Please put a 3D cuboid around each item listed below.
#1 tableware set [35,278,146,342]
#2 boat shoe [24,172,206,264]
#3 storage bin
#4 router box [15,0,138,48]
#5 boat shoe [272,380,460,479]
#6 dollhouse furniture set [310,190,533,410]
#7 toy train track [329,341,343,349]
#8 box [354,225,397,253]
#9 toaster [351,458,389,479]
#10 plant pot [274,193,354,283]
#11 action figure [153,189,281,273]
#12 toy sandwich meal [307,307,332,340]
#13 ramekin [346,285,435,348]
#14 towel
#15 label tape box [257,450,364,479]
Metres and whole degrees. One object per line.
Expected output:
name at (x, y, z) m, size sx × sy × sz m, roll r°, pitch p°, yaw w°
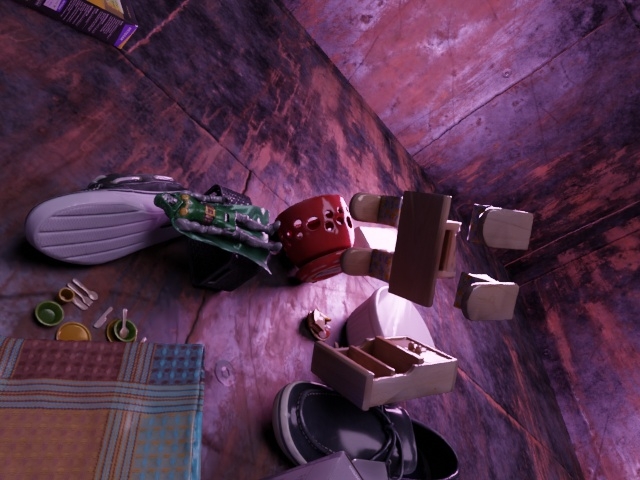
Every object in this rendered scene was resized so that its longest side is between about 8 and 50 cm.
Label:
tableware set at (-0.326, 0.126, 0.662) m, size 0.154 × 0.024 × 0.104 m, roll 48°, pitch 29°, yaw -16°
boat shoe at (-0.337, -0.049, 0.759) m, size 0.119 × 0.121 × 0.335 m, roll 38°, pitch 19°, yaw 15°
storage bin at (-0.193, -0.003, 0.904) m, size 0.084 × 0.122 × 0.180 m, roll 21°, pitch 44°, yaw -47°
router box at (-0.558, -0.602, 0.995) m, size 0.243 × 0.081 × 0.309 m, roll 7°, pitch 55°, yaw -56°
boat shoe at (0.110, 0.403, 0.928) m, size 0.500 × 0.156 × 0.187 m, roll 37°, pitch 35°, yaw -30°
dollhouse furniture set at (0.155, 0.097, 0.914) m, size 0.256 × 0.362 × 0.395 m, roll 4°, pitch 98°, yaw -35°
toy train track at (0.034, 0.261, 1.103) m, size 0.083 × 0.014 × 0.048 m, roll 30°, pitch 38°, yaw -40°
box at (0.166, 0.022, 1.462) m, size 0.275 × 0.113 × 0.094 m, roll 3°, pitch 58°, yaw -58°
toaster at (0.031, 0.461, 0.729) m, size 0.110 × 0.168 × 0.186 m, roll 32°, pitch 35°, yaw -34°
plant pot at (0.000, 0.000, 1.138) m, size 0.191 × 0.191 × 0.174 m, roll 4°, pitch 60°, yaw -56°
action figure at (-0.173, -0.033, 0.784) m, size 0.232 × 0.063 × 0.137 m, roll 18°, pitch 49°, yaw -38°
toy sandwich meal at (0.000, 0.199, 1.097) m, size 0.085 × 0.029 × 0.086 m, roll 38°, pitch 33°, yaw -31°
ramekin at (0.181, 0.267, 1.210) m, size 0.273 × 0.127 × 0.273 m, roll 38°, pitch 33°, yaw -31°
towel at (-0.260, 0.266, 0.460) m, size 0.271 × 0.040 × 0.370 m, roll 6°, pitch 47°, yaw -15°
label tape box at (-0.094, 0.406, 0.501) m, size 0.106 × 0.240 × 0.333 m, roll 57°, pitch 28°, yaw 1°
